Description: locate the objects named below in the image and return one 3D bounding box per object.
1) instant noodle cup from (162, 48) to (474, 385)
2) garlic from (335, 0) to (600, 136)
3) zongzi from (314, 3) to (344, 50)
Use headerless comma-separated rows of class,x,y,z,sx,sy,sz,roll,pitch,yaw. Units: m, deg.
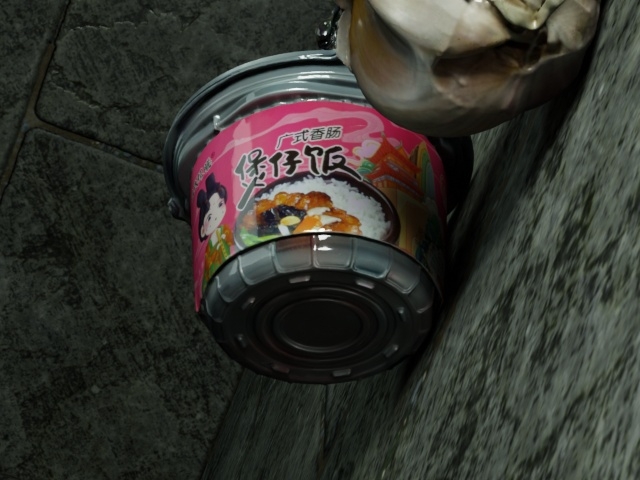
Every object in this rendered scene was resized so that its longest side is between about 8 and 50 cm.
instant noodle cup,0.000,0.000,1.296,0.302,0.258,0.181,114,160,-48
garlic,0.106,-0.193,1.039,0.256,0.207,0.207,-45,23,63
zongzi,0.119,-0.378,1.441,0.418,0.181,0.447,-49,-1,31
